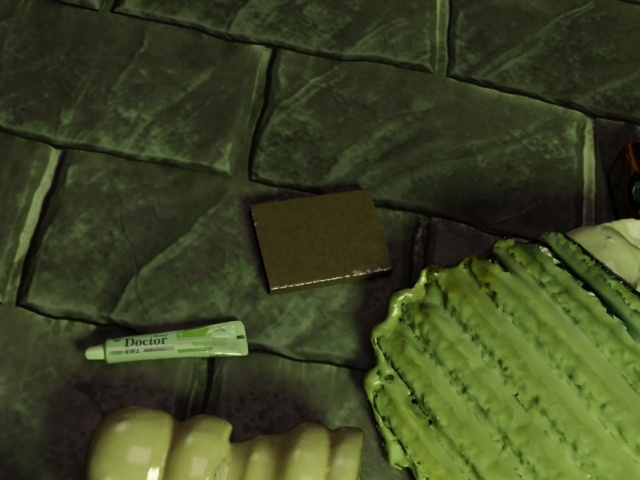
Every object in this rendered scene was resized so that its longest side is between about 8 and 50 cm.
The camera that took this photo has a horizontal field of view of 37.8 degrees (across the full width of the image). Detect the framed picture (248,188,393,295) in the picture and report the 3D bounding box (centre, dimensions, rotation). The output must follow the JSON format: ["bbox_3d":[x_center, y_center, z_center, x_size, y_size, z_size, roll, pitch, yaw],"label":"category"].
[{"bbox_3d":[0.000,0.000,1.245,0.168,0.023,0.128,-9,64,-14],"label":"framed picture"}]

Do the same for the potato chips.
[{"bbox_3d":[0.247,0.188,1.079,0.358,0.070,0.429,-40,61,5],"label":"potato chips"}]

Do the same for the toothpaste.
[{"bbox_3d":[-0.187,0.128,1.145,0.197,0.029,0.048,-4,64,-15],"label":"toothpaste"}]

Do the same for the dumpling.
[{"bbox_3d":[0.345,0.066,1.200,0.250,0.132,0.162,-33,79,-10],"label":"dumpling"}]

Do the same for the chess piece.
[{"bbox_3d":[-0.110,0.265,1.028,0.299,0.167,0.167,9,61,4],"label":"chess piece"}]

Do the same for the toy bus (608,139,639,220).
[{"bbox_3d":[0.476,0.051,1.255,0.093,0.092,0.409,2,62,-11],"label":"toy bus"}]
